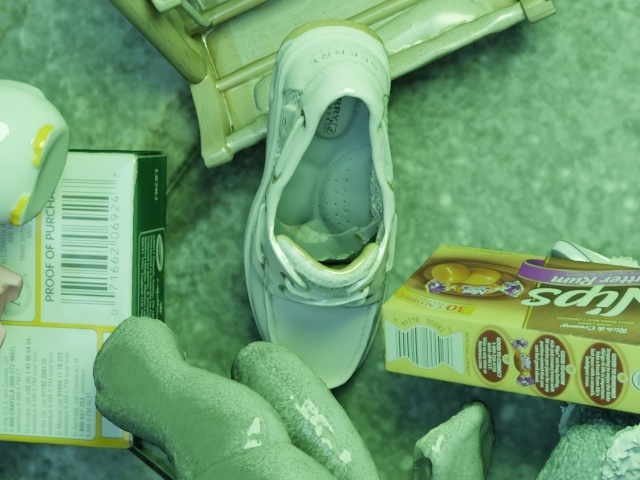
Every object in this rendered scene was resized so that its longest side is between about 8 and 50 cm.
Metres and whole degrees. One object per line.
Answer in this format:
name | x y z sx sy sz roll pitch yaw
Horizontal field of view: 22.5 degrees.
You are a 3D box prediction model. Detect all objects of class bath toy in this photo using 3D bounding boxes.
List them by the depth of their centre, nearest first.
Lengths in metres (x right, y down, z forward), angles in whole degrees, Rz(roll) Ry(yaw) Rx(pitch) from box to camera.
bath toy | -0.276 0.052 1.037 0.129 0.151 0.348 21 96 4

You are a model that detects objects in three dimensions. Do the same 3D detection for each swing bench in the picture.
swing bench | -0.021 -0.217 1.026 0.253 0.254 0.165 -23 47 11

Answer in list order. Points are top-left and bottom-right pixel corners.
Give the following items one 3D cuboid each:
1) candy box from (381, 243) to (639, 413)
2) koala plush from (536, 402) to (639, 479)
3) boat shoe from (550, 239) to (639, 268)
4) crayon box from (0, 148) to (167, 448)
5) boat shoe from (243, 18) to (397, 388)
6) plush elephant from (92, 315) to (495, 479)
candy box | 0.145 0.054 1.032 0.187 0.109 0.053 7 115 26
koala plush | 0.200 0.209 1.027 0.203 0.196 0.221 -9 92 1
boat shoe | 0.202 0.028 1.085 0.100 0.035 0.035 38 73 11
crayon box | -0.275 0.033 1.154 0.323 0.083 0.203 2 95 11
boat shoe | 0.000 0.000 1.037 0.098 0.096 0.277 -2 126 -4
plush elephant | 0.001 0.217 1.035 0.330 0.255 0.271 2 68 34
